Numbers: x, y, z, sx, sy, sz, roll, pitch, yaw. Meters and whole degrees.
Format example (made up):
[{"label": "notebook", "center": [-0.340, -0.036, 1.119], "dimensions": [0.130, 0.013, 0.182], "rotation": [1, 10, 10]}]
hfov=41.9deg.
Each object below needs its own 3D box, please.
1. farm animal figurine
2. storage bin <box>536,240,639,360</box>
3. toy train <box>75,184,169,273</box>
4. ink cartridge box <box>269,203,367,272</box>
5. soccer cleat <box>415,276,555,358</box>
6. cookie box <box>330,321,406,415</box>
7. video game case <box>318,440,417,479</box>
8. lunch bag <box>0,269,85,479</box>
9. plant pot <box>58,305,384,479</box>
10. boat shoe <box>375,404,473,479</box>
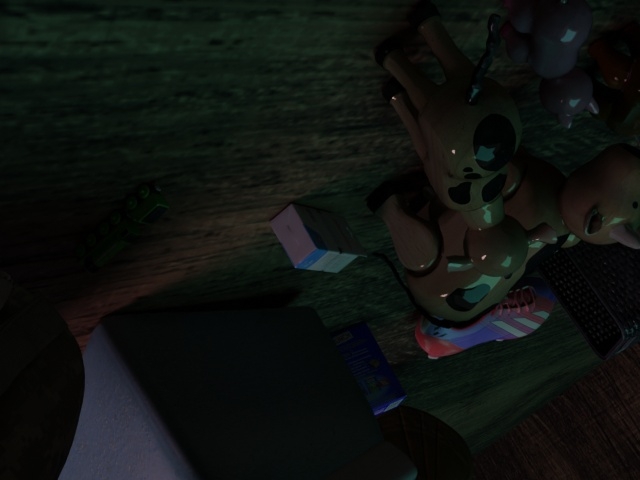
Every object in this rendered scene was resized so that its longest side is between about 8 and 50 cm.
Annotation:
[{"label": "farm animal figurine", "center": [0.162, -0.037, 0.666], "dimensions": [0.330, 0.172, 0.327], "rotation": [-12, 151, -37]}, {"label": "storage bin", "center": [0.347, 0.044, 1.041], "dimensions": [0.084, 0.180, 0.122], "rotation": [-26, 157, -7]}, {"label": "toy train", "center": [-0.135, -0.007, 0.566], "dimensions": [0.083, 0.024, 0.017], "rotation": [-39, 155, 20]}, {"label": "ink cartridge box", "center": [0.000, 0.000, 0.708], "dimensions": [0.028, 0.048, 0.083], "rotation": [-40, 155, 23]}, {"label": "soccer cleat", "center": [0.241, 0.094, 1.156], "dimensions": [0.248, 0.083, 0.095], "rotation": [-15, 148, -26]}, {"label": "cookie box", "center": [0.038, 0.165, 1.017], "dimensions": [0.091, 0.107, 0.040], "rotation": [-17, 155, -26]}, {"label": "video game case", "center": [-0.103, 0.272, 0.458], "dimensions": [0.329, 0.036, 0.300], "rotation": [-13, 136, -54]}, {"label": "lunch bag", "center": [-0.261, 0.159, 0.418], "dimensions": [0.256, 0.212, 0.305], "rotation": [-39, -167, 14]}, {"label": "plant pot", "center": [-0.077, 0.236, 0.746], "dimensions": [0.247, 0.252, 0.248], "rotation": [1, 126, -43]}, {"label": "boat shoe", "center": [0.067, 0.314, 1.254], "dimensions": [0.341, 0.122, 0.110], "rotation": [16, 143, -19]}]
